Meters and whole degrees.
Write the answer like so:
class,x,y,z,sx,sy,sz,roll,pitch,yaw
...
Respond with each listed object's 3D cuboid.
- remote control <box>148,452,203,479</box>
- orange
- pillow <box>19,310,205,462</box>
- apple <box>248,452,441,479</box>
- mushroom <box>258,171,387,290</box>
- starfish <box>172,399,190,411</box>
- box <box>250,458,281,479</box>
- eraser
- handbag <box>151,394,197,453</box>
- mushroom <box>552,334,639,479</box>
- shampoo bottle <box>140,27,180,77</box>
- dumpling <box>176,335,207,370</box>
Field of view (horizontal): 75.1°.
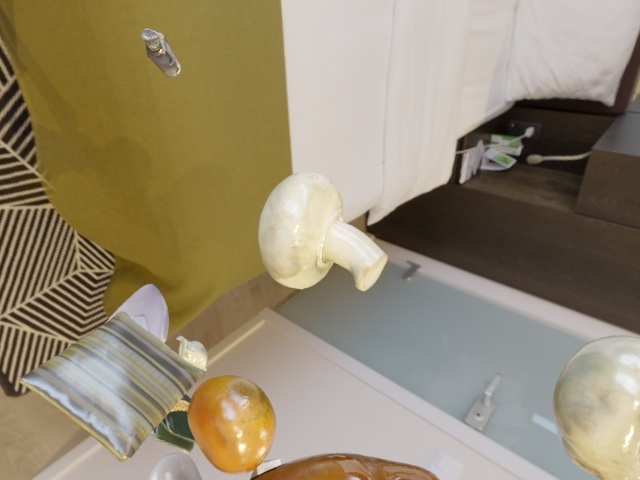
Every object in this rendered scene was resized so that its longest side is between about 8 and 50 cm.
class,x,y,z,sx,sy,sz,roll,pitch,yaw
remote control,-0.564,1.028,1.676,0.103,0.332,0.221,-39,165,33
orange,-0.202,0.423,0.977,0.171,0.240,0.240,-27,128,-35
pillow,-0.337,0.233,0.713,0.052,0.208,0.212,-58,175,29
apple,0.004,0.270,0.300,0.234,0.233,0.234,-28,128,-42
mushroom,-0.033,0.004,1.110,0.315,0.315,0.357,-3,67,-51
starfish,-0.498,0.444,1.207,0.084,0.301,0.294,-91,175,-56
box,-0.119,0.668,0.990,0.066,0.233,0.150,1,139,-20
eraser,-0.481,0.211,1.116,0.204,0.243,0.059,-17,123,6
handbag,-0.584,0.696,1.672,0.079,0.260,0.248,-35,135,-2
mushroom,0.653,0.362,0.816,0.314,0.336,0.315,-17,120,-32
shampoo bottle,-0.427,-0.505,1.121,0.063,0.207,0.057,-15,92,-4
dumpling,-0.510,0.439,1.641,0.100,0.134,0.169,-54,132,-5
